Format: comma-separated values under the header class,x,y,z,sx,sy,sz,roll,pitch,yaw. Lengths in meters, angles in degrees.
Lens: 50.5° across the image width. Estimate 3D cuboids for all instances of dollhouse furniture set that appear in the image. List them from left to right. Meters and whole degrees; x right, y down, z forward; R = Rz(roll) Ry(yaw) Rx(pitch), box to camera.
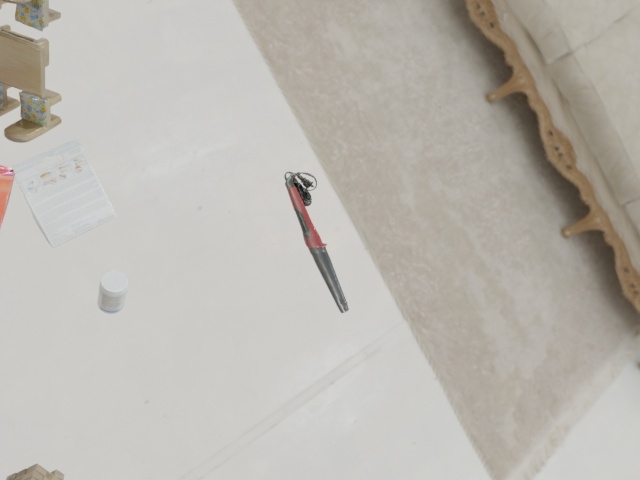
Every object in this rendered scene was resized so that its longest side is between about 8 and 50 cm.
class,x,y,z,sx,sy,sz,roll,pitch,yaw
dollhouse furniture set,-0.499,-0.263,0.931,0.242,0.212,0.161,21,35,7

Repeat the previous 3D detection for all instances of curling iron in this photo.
class,x,y,z,sx,sy,sz,roll,pitch,yaw
curling iron,0.000,0.000,1.220,0.068,0.035,0.274,-20,89,-40

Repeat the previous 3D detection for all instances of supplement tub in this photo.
class,x,y,z,sx,sy,sz,roll,pitch,yaw
supplement tub,-0.538,0.135,1.756,0.071,0.107,0.071,12,49,-14

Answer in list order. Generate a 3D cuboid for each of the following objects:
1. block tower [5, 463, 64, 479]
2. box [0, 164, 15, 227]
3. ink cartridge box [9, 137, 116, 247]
class,x,y,z,sx,sy,sz,roll,pitch,yaw
block tower,-0.638,0.639,1.437,0.097,0.091,0.335,55,15,-34
box,-0.518,-0.001,0.904,0.142,0.300,0.154,18,67,-28
ink cartridge box,-0.515,-0.096,1.361,0.145,0.045,0.179,-30,112,-21
